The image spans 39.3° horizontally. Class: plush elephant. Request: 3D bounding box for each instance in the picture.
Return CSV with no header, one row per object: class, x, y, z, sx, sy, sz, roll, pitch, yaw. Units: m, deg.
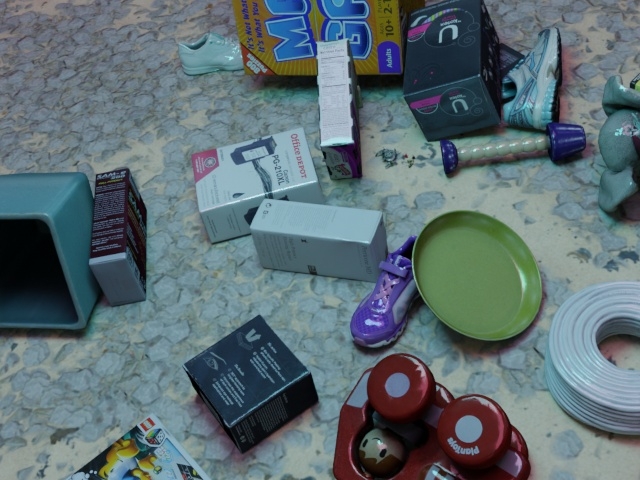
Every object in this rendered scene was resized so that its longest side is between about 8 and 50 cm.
plush elephant,0.617,-0.170,1.599,0.330,0.272,0.255,10,2,-21

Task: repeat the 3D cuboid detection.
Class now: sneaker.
sneaker,0.437,-0.345,1.863,0.122,0.110,0.283,1,48,19
sneaker,-0.230,-0.453,2.108,0.212,0.094,0.080,-12,46,1
sneaker,0.127,0.079,1.552,0.095,0.104,0.236,26,60,29

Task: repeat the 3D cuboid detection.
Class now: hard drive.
hard drive,0.378,-0.375,1.958,0.135,0.022,0.094,-34,51,-18

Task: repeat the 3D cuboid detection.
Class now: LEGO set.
LEGO set,0.150,-0.173,1.825,0.083,0.023,0.054,-2,48,11

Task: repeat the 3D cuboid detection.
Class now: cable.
cable,0.480,0.178,1.397,0.257,0.089,0.257,25,58,29

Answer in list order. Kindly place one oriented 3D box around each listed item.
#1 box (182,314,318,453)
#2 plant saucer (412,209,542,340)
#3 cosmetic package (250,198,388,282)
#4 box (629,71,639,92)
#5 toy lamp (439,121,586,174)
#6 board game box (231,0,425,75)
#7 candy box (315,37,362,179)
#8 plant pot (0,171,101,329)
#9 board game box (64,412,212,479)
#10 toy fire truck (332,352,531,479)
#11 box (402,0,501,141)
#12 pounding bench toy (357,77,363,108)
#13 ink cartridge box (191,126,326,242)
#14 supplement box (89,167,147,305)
box,-0.113,0.233,1.472,0.158,0.093,0.156,-33,50,-16
plant saucer,0.261,0.062,1.526,0.241,0.037,0.241,8,63,-16
cosmetic package,0.000,0.000,1.642,0.231,0.117,0.085,7,51,20
box,0.711,-0.249,1.733,0.232,0.087,0.058,31,61,34
toy lamp,0.375,-0.180,1.750,0.274,0.080,0.080,-9,48,8
board game box,0.023,-0.602,1.968,0.356,0.357,0.356,2,37,15
candy box,0.037,-0.260,1.788,0.071,0.159,0.233,-4,69,7
plant pot,-0.534,-0.008,1.688,0.247,0.248,0.252,0,33,13
board game box,-0.244,0.423,1.357,0.193,0.053,0.305,-37,52,-20
toy fire truck,0.143,0.327,1.304,0.302,0.169,0.254,27,77,32
box,0.275,-0.362,1.857,0.165,0.143,0.270,-13,48,23
pounding bench toy,0.058,-0.335,1.949,0.052,0.083,0.065,-10,48,3
ink cartridge box,-0.123,-0.112,1.776,0.237,0.100,0.172,-14,48,-1
supplement box,-0.384,-0.009,1.721,0.073,0.130,0.239,-11,48,1
